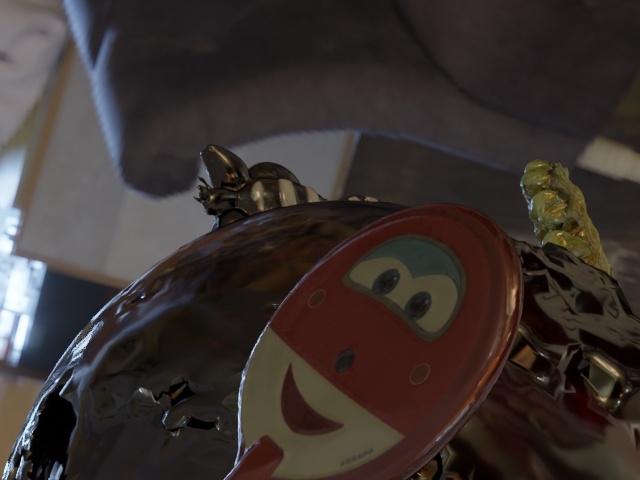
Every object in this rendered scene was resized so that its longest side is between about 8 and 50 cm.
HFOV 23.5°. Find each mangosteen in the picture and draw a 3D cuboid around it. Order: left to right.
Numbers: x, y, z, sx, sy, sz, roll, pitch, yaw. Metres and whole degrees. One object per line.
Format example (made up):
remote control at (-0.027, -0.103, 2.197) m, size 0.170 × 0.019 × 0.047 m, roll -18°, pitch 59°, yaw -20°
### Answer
mangosteen at (0.014, 0.174, 0.754) m, size 0.421 × 0.381 × 0.381 m, roll -42°, pitch 42°, yaw 48°

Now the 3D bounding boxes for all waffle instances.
waffle at (0.192, 0.025, 1.112) m, size 0.036 × 0.169 × 0.183 m, roll -22°, pitch 84°, yaw 15°

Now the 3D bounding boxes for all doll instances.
doll at (0.000, 0.000, 1.038) m, size 0.067 × 0.219 × 0.091 m, roll -36°, pitch 47°, yaw 38°

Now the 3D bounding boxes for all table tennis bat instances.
table tennis bat at (-0.002, 0.052, 0.437) m, size 0.155 × 0.019 × 0.098 m, roll -50°, pitch 34°, yaw -3°
